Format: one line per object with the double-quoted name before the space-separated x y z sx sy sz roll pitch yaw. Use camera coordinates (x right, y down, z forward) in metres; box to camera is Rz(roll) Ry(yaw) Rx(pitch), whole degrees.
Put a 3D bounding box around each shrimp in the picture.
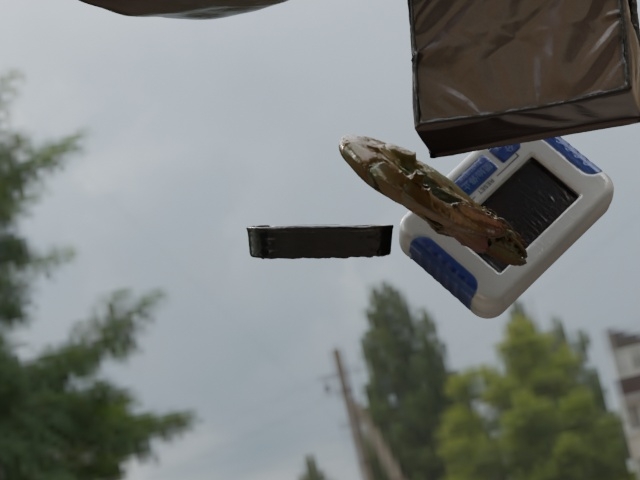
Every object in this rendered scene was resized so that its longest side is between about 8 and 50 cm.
"shrimp" 0.135 -0.042 2.108 0.267 0.061 0.145 35 7 -20

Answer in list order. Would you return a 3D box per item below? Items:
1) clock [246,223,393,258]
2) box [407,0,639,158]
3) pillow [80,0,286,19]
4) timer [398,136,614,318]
"clock" 0.000 0.000 2.288 0.184 0.040 0.184 -1 2 0
"box" 0.224 -0.208 2.039 0.252 0.188 0.153 -7 -13 13
"pillow" -0.137 -0.336 2.252 0.307 0.108 0.305 -9 -6 40
"timer" 0.239 -0.030 2.385 0.253 0.178 0.078 -42 -19 -17
